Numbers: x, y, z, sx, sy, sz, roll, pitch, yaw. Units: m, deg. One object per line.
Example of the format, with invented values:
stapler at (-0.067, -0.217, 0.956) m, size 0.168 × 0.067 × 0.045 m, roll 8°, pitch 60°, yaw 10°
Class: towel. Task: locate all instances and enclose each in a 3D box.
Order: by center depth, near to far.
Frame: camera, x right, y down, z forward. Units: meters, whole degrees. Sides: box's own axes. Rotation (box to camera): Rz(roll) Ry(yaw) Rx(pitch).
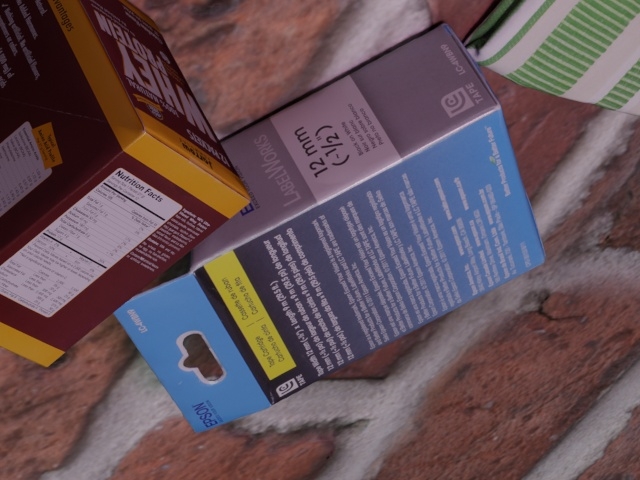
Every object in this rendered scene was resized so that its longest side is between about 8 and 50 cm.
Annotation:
towel at (0.296, -0.210, 1.588) m, size 0.325 × 0.038 × 0.248 m, roll 7°, pitch 133°, yaw -44°

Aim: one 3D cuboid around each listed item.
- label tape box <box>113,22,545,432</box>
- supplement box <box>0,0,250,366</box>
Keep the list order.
label tape box at (0.000, 0.000, 1.571) m, size 0.348 × 0.115 × 0.249 m, roll -26°, pitch 146°, yaw -1°
supplement box at (-0.188, -0.058, 1.280) m, size 0.194 × 0.191 × 0.129 m, roll -38°, pitch 145°, yaw 13°
